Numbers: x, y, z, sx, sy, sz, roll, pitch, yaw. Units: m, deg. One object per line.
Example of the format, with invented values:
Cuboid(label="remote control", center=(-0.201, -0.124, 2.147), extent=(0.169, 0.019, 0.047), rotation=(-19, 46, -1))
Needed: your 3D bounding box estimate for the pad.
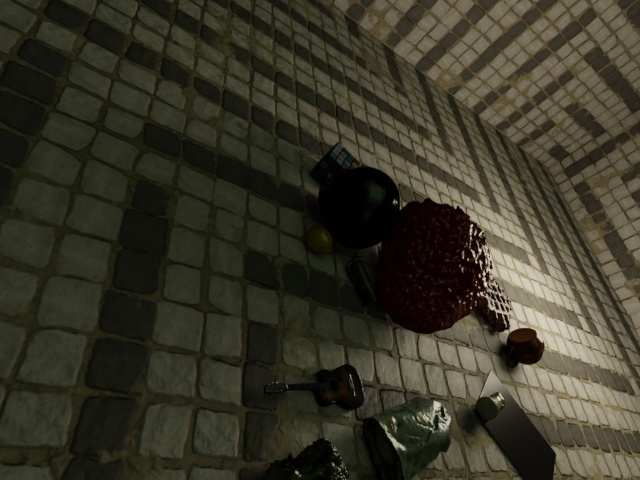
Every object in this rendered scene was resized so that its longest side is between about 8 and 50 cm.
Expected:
Cuboid(label="pad", center=(0.535, 0.526, 1.184), extent=(0.299, 0.005, 0.202), rotation=(53, 38, 4))

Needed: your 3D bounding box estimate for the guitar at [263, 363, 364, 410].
Cuboid(label="guitar", center=(-0.009, 0.283, 0.835), extent=(0.233, 0.025, 0.088), rotation=(12, 52, -37))

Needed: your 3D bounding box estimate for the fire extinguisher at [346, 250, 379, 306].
Cuboid(label="fire extinguisher", center=(0.102, 0.094, 1.080), extent=(0.132, 0.056, 0.039), rotation=(66, 14, 14))

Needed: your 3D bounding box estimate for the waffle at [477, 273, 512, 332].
Cuboid(label="waffle", center=(0.563, 0.183, 1.458), extent=(0.234, 0.055, 0.221), rotation=(52, 36, -6))

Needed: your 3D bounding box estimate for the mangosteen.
Cuboid(label="mangosteen", center=(0.082, -0.098, 1.114), extent=(0.211, 0.211, 0.250), rotation=(-3, 33, -46))

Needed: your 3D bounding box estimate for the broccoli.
Cuboid(label="broccoli", center=(-0.027, 0.383, 0.646), extent=(0.138, 0.162, 0.146), rotation=(43, 10, -31))

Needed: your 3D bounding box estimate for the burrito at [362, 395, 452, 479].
Cuboid(label="burrito", center=(0.193, 0.397, 0.893), extent=(0.229, 0.089, 0.143), rotation=(-5, 66, -44))

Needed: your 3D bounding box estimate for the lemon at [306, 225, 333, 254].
Cuboid(label="lemon", center=(0.000, 0.000, 1.047), extent=(0.083, 0.062, 0.062), rotation=(52, 38, 5))

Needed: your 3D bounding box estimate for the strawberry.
Cuboid(label="strawberry", center=(0.293, 0.079, 1.127), extent=(0.312, 0.267, 0.351), rotation=(33, 61, -5))

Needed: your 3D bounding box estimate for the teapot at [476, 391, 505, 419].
Cuboid(label="teapot", center=(0.448, 0.432, 1.134), extent=(0.083, 0.057, 0.067), rotation=(1, 96, -48))

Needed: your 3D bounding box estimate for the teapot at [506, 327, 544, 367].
Cuboid(label="teapot", center=(0.647, 0.346, 1.374), extent=(0.173, 0.116, 0.116), rotation=(-26, 78, -24))

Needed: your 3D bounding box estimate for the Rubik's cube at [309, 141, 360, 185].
Cuboid(label="Rubik's cube", center=(0.042, -0.202, 1.229), extent=(0.092, 0.092, 0.092), rotation=(42, 39, -10))
